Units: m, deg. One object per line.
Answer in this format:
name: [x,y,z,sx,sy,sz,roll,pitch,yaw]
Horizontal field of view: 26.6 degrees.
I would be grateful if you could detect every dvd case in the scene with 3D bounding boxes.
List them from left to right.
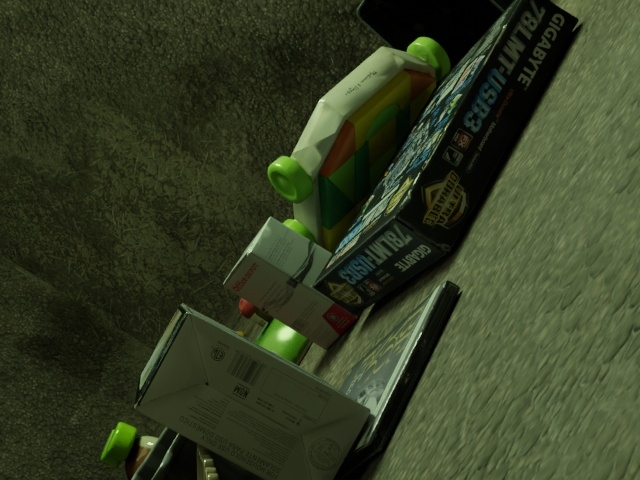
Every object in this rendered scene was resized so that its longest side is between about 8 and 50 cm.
dvd case: [0.037,0.139,1.156,0.165,0.018,0.221,-60,6,-32]

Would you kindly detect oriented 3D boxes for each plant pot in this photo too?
plant pot: [0.191,-0.317,1.723,0.167,0.187,0.188,-45,-3,-34]

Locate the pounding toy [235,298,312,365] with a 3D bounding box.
pounding toy: [-0.089,0.144,1.916,0.183,0.110,0.237,-59,5,-25]

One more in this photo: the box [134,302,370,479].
box: [-0.067,0.133,1.173,0.087,0.169,0.290,-61,6,-4]

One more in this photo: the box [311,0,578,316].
box: [0.124,-0.083,1.417,0.293,0.073,0.295,-60,5,-22]

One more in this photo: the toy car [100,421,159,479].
toy car: [-0.253,0.376,1.909,0.149,0.155,0.188,134,159,-69]

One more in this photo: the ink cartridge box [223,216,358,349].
ink cartridge box: [-0.026,0.051,1.605,0.063,0.150,0.109,-61,6,-31]

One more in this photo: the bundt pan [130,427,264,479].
bundt pan: [-0.160,0.318,1.380,0.331,0.124,0.331,-57,4,6]

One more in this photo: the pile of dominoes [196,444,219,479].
pile of dominoes: [-0.068,0.258,1.016,0.251,0.040,0.196,159,110,-82]

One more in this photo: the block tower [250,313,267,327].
block tower: [0.000,0.000,2.058,0.335,0.097,0.091,-53,7,33]

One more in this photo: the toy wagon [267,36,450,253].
toy wagon: [0.057,-0.083,1.662,0.267,0.068,0.344,-42,-28,-24]
